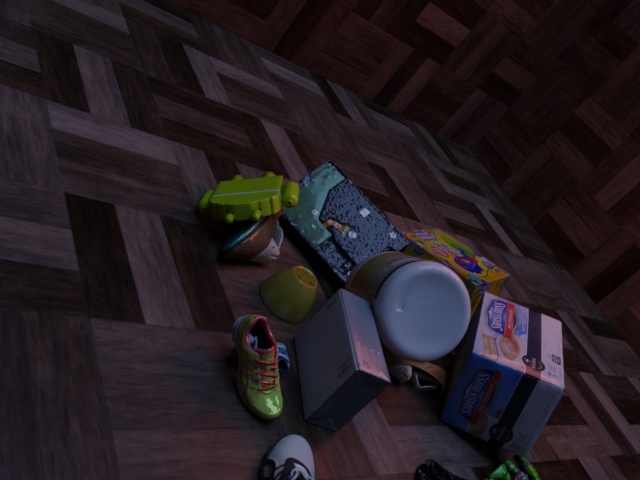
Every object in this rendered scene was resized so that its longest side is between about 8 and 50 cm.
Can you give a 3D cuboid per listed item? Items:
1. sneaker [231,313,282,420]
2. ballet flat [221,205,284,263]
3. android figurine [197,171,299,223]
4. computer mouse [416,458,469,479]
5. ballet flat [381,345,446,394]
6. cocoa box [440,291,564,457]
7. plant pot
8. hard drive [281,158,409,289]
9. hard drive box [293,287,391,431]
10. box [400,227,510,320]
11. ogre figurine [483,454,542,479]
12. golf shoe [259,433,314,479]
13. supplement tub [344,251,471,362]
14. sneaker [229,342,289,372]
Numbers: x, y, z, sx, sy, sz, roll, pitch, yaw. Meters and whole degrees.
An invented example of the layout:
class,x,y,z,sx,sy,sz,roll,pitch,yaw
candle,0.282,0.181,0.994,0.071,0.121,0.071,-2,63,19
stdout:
class,x,y,z,sx,sy,sz,roll,pitch,yaw
sneaker,-0.113,0.235,1.219,0.082,0.094,0.208,-10,75,-32
ballet flat,-0.149,-0.015,1.617,0.124,0.116,0.342,54,19,-17
android figurine,-0.177,-0.105,1.587,0.248,0.056,0.273,-6,24,2
computer mouse,0.294,0.551,1.320,0.184,0.060,0.262,31,17,-16
ballet flat,0.229,0.327,1.606,0.232,0.080,0.073,24,47,-28
cocoa box,0.473,0.332,1.671,0.228,0.231,0.347,23,27,10
plant pot,-0.062,0.114,1.521,0.134,0.095,0.134,31,27,-18
hard drive,0.049,-0.041,1.802,0.237,0.064,0.339,-37,77,-24
hard drive box,0.038,0.247,1.355,0.089,0.181,0.232,26,31,-27
box,0.363,0.111,1.927,0.279,0.177,0.290,36,22,27
ogre figurine,0.465,0.576,1.512,0.118,0.096,0.197,42,13,29
golf shoe,-0.042,0.414,1.068,0.105,0.120,0.273,35,26,-9
supplement tub,0.193,0.146,1.549,0.228,0.228,0.316,33,-4,-15
sneaker,-0.118,0.238,1.308,0.144,0.053,0.059,13,40,-42
